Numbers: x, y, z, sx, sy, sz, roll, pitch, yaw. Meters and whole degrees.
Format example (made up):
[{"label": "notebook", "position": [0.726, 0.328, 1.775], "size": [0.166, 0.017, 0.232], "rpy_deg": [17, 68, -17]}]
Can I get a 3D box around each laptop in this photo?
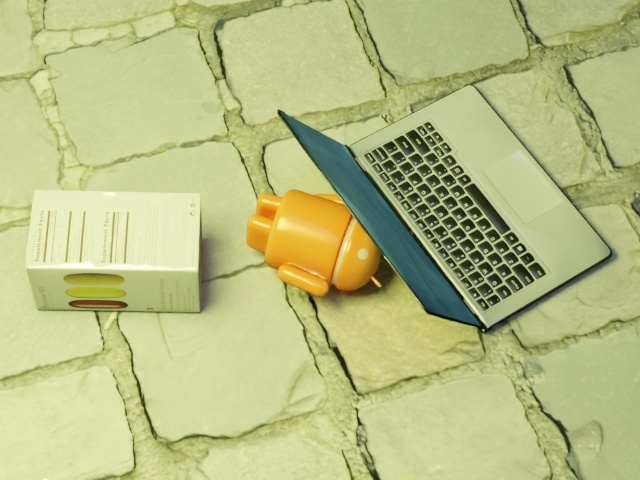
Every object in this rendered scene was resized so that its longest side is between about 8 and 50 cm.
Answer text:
[{"label": "laptop", "position": [0.197, -0.080, 1.942], "size": [0.408, 0.236, 0.382], "rpy_deg": [-28, 68, -19]}]

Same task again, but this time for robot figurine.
[{"label": "robot figurine", "position": [0.001, -0.002, 1.943], "size": [0.219, 0.128, 0.158], "rpy_deg": [19, 18, 6]}]

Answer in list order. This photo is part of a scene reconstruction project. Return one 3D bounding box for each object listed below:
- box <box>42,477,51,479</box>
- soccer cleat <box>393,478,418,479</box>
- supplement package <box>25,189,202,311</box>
[{"label": "box", "position": [-0.354, 0.461, 1.596], "size": [0.127, 0.231, 0.262], "rpy_deg": [27, 61, 10]}, {"label": "soccer cleat", "position": [0.024, 0.388, 1.731], "size": [0.289, 0.121, 0.093], "rpy_deg": [-17, 63, -14]}, {"label": "supplement package", "position": [-0.298, 0.017, 1.900], "size": [0.244, 0.139, 0.134], "rpy_deg": [1, 60, -3]}]
